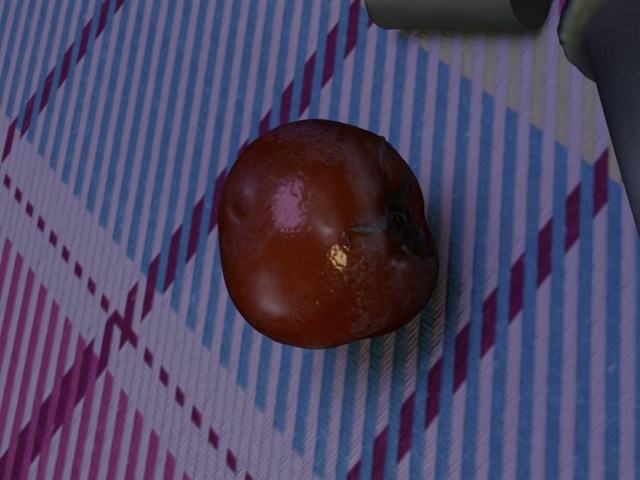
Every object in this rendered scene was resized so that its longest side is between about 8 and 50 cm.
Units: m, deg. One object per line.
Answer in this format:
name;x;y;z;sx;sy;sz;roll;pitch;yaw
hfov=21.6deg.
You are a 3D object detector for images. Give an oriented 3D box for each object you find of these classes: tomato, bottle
tomato;-0.001;-0.004;1.578;0.188;0.232;0.232;-22;51;24
bottle;0.140;-0.254;1.738;0.201;0.072;0.072;8;70;45

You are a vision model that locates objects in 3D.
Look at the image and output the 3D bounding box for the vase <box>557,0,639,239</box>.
vase;0.338;-0.084;1.339;0.245;0.245;0.291;-28;54;28
